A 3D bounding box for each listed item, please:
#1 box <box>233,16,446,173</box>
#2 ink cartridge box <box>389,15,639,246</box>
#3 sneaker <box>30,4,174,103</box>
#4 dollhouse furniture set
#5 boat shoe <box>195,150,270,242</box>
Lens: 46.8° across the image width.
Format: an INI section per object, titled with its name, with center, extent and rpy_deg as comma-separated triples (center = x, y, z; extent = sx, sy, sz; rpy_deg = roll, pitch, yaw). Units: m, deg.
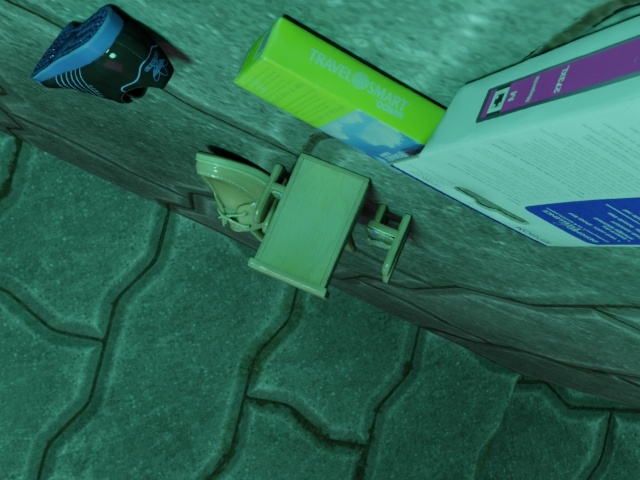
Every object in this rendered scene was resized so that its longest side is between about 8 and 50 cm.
[box]
center = 0.022, -0.117, 0.632
extent = 0.178, 0.042, 0.109
rpy_deg = 26, 172, -18
[ink cartridge box]
center = 0.200, -0.053, 0.470
extent = 0.176, 0.069, 0.371
rpy_deg = 25, 170, -17
[sneaker]
center = -0.242, -0.186, 0.803
extent = 0.090, 0.081, 0.232
rpy_deg = 37, 165, -32
[dollhouse furniture set]
center = 0.000, 0.000, 1.049
extent = 0.212, 0.161, 0.242
rpy_deg = 22, 172, 10
[boat shoe]
center = -0.119, -0.058, 1.239
extent = 0.109, 0.098, 0.302
rpy_deg = 20, 171, 26
